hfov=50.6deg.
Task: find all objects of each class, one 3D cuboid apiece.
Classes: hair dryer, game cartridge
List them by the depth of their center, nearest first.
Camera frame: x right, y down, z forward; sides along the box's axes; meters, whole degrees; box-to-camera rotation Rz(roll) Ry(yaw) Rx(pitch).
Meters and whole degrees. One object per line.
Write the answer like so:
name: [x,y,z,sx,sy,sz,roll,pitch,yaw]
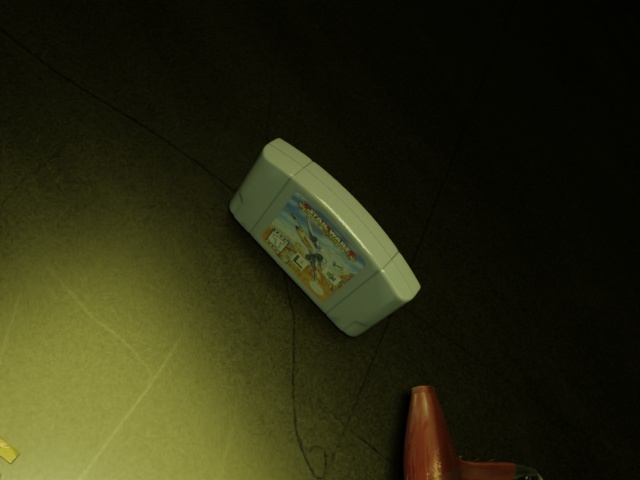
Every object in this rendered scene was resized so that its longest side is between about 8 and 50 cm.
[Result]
game cartridge: [0.000,0.000,0.996,0.297,0.198,0.062,46,59,2]
hair dryer: [0.212,0.352,1.018,0.224,0.080,0.293,-30,87,-46]

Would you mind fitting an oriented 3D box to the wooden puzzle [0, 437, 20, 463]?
wooden puzzle: [-0.428,0.270,0.803,0.078,0.014,0.116,48,59,3]
